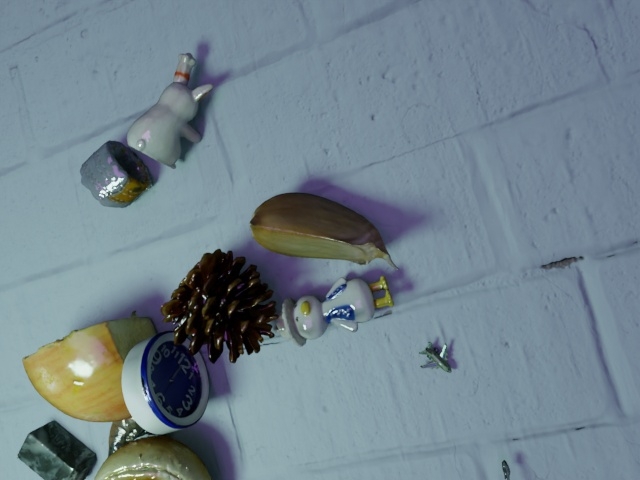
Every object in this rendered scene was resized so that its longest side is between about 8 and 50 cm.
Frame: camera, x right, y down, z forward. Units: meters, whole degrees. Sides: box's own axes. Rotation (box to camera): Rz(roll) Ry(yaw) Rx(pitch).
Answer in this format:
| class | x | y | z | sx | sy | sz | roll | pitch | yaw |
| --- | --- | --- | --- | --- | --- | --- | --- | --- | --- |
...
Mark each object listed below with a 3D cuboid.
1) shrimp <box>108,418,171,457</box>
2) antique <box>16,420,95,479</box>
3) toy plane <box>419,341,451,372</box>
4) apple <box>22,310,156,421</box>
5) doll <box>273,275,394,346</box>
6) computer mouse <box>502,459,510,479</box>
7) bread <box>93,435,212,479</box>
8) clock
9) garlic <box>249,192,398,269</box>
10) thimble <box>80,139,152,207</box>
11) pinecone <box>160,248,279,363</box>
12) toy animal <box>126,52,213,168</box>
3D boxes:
| class | x | y | z | sx | sy | sz | roll | pitch | yaw |
| --- | --- | --- | --- | --- | --- | --- | --- | --- | --- |
| shrimp | -0.486 | 0.591 | 1.186 | 0.198 | 0.051 | 0.262 | 10 | 90 | 13 |
| antique | -0.727 | 0.602 | 1.225 | 0.183 | 0.088 | 0.086 | 31 | 98 | 10 |
| toy plane | 0.267 | 0.270 | 1.007 | 0.083 | 0.033 | 0.080 | 43 | 99 | 2 |
| apple | -0.573 | 0.330 | 1.129 | 0.309 | 0.252 | 0.314 | -27 | 123 | 6 |
| doll | 0.021 | 0.161 | 1.021 | 0.293 | 0.119 | 0.138 | -20 | 60 | 14 |
| computer mouse | 0.455 | 0.656 | 0.942 | 0.167 | 0.090 | 0.379 | -18 | 81 | 8 |
| bread | -0.409 | 0.620 | 1.093 | 0.305 | 0.159 | 0.305 | -1 | 106 | -4 |
| clock | -0.366 | 0.339 | 1.059 | 0.083 | 0.230 | 0.230 | -25 | 85 | 14 |
| garlic | 0.014 | -0.001 | 0.985 | 0.338 | 0.196 | 0.151 | 17 | 111 | 10 |
| thimble | -0.530 | -0.168 | 1.143 | 0.118 | 0.127 | 0.151 | -37 | 82 | 13 |
| pinecone | -0.219 | 0.159 | 1.006 | 0.264 | 0.264 | 0.264 | 0 | 91 | 14 |
| toy animal | -0.363 | -0.317 | 1.109 | 0.140 | 0.138 | 0.282 | 30 | 74 | 3 |
